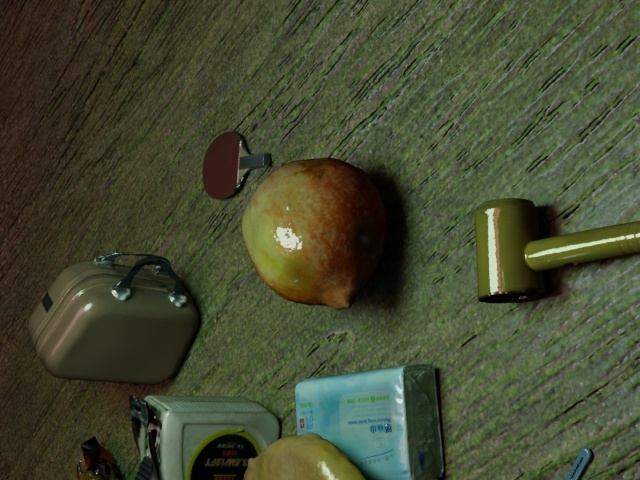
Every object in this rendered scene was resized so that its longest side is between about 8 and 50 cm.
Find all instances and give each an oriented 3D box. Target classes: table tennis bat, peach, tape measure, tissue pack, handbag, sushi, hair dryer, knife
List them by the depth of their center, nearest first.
[{"bbox_3d":[0.330,0.312,1.552,0.027,0.010,0.096,45,119,45],"label":"knife"},{"bbox_3d":[0.325,0.000,1.556,0.279,0.090,0.135,-13,73,44],"label":"hair dryer"},{"bbox_3d":[0.067,0.289,1.826,0.263,0.089,0.177,-15,75,51],"label":"tissue pack"},{"bbox_3d":[0.000,0.000,1.851,0.256,0.232,0.232,55,127,29],"label":"peach"},{"bbox_3d":[-0.221,0.382,2.030,0.133,0.271,0.231,18,98,52],"label":"tape measure"},{"bbox_3d":[-0.162,-0.144,2.233,0.220,0.019,0.130,-4,82,53],"label":"table tennis bat"},{"bbox_3d":[-0.372,0.135,2.243,0.283,0.302,0.149,-56,47,23],"label":"handbag"},{"bbox_3d":[-0.448,0.514,2.448,0.097,0.103,0.226,-41,47,7],"label":"sushi"}]

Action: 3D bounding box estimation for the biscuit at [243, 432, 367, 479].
[{"bbox_3d":[0.000,0.510,1.784,0.446,0.104,0.429,59,142,27],"label":"biscuit"}]
